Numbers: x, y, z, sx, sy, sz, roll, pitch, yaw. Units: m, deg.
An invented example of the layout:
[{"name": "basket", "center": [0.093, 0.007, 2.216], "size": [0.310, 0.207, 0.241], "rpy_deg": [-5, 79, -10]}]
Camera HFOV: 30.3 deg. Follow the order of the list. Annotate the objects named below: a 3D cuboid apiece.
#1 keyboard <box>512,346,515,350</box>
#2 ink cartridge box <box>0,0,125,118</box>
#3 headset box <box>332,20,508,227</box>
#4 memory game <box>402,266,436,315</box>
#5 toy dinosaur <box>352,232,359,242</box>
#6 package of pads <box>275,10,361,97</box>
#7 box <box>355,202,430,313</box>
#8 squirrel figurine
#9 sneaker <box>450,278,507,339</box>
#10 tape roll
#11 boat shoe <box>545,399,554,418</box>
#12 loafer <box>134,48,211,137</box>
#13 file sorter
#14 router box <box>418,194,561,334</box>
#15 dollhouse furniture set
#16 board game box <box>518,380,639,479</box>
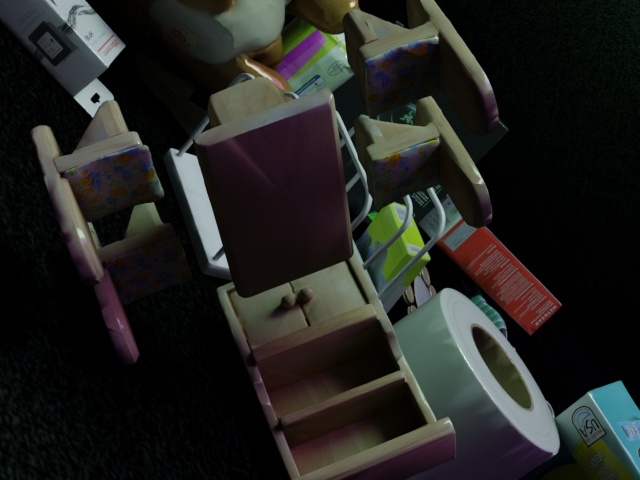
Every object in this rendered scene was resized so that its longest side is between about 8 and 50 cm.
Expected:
[{"name": "keyboard", "center": [0.324, 0.214, 1.996], "size": [0.256, 0.014, 0.072], "rpy_deg": [39, 36, -83]}, {"name": "ink cartridge box", "center": [-0.289, -0.234, 1.353], "size": [0.180, 0.060, 0.104], "rpy_deg": [48, 17, -16]}, {"name": "headset box", "center": [0.114, -0.160, 1.876], "size": [0.246, 0.283, 0.131], "rpy_deg": [45, 12, 2]}, {"name": "memory game", "center": [0.159, 0.102, 1.844], "size": [0.186, 0.012, 0.186], "rpy_deg": [-17, 90, -71]}, {"name": "toy dinosaur", "center": [0.083, 0.038, 1.856], "size": [0.090, 0.047, 0.082], "rpy_deg": [18, 31, -1]}, {"name": "package of pads", "center": [-0.038, -0.266, 1.780], "size": [0.101, 0.229, 0.296], "rpy_deg": [49, 17, -14]}, {"name": "box", "center": [0.070, 0.047, 1.570], "size": [0.042, 0.178, 0.109], "rpy_deg": [17, 35, -29]}, {"name": "squirrel figurine", "center": [-0.098, -0.407, 1.578], "size": [0.397, 0.370, 0.281], "rpy_deg": [20, -27, 39]}, {"name": "sneaker", "center": [0.292, 0.161, 2.055], "size": [0.098, 0.083, 0.224], "rpy_deg": [47, 17, -34]}, {"name": "tape roll", "center": [0.162, 0.204, 1.481], "size": [0.246, 0.169, 0.246], "rpy_deg": [46, 18, -19]}, {"name": "boat shoe", "center": [0.298, 0.270, 1.739], "size": [0.095, 0.079, 0.255], "rpy_deg": [18, 55, -39]}, {"name": "loafer", "center": [-0.187, -0.199, 1.565], "size": [0.148, 0.050, 0.056], "rpy_deg": [50, 17, -8]}, {"name": "file sorter", "center": [-0.012, -0.055, 1.432], "size": [0.277, 0.173, 0.193], "rpy_deg": [17, 38, -40]}, {"name": "router box", "center": [0.262, -0.011, 2.187], "size": [0.301, 0.082, 0.335], "rpy_deg": [42, 7, -32]}, {"name": "dollhouse furniture set", "center": [-0.011, 0.042, 1.075], "size": [0.394, 0.362, 0.256], "rpy_deg": [80, -14, -54]}, {"name": "board game box", "center": [0.376, 0.391, 1.517], "size": [0.079, 0.254, 0.336], "rpy_deg": [-9, 60, -41]}]
